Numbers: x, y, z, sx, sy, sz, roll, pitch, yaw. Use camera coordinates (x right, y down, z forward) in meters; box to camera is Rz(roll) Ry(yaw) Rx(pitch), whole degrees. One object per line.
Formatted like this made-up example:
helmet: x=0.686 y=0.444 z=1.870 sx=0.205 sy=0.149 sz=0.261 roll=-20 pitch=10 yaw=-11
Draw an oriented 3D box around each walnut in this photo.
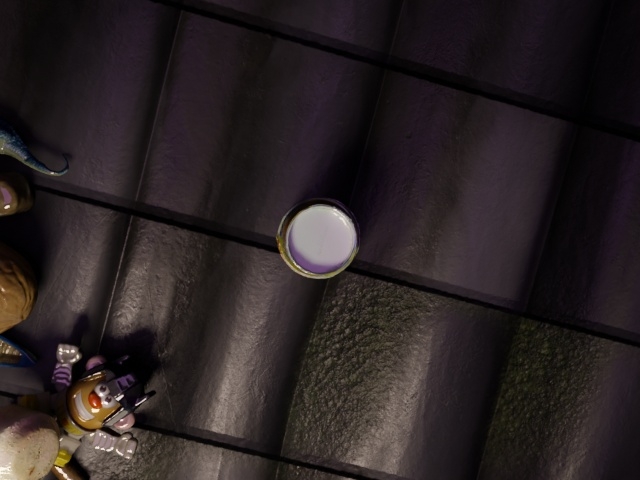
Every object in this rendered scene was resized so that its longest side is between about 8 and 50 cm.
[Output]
walnut: x=-0.740 y=0.105 z=1.173 sx=0.228 sy=0.228 sz=0.228 roll=0 pitch=93 yaw=-3

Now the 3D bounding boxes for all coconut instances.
coconut: x=-0.637 y=0.423 z=1.091 sx=0.183 sy=0.171 sz=0.171 roll=0 pitch=93 yaw=26

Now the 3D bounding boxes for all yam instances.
yam: x=-0.653 y=0.492 z=1.272 sx=0.046 sy=0.046 sz=0.264 roll=-37 pitch=95 yaw=-1

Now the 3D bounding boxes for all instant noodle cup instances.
instant noodle cup: x=0.000 y=0.000 z=1.234 sx=0.205 sy=0.153 sz=0.205 roll=0 pitch=94 yaw=-3

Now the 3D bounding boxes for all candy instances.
candy: x=-0.783 y=-0.092 z=1.210 sx=0.234 sy=0.104 sz=0.102 roll=-12 pitch=98 yaw=-2

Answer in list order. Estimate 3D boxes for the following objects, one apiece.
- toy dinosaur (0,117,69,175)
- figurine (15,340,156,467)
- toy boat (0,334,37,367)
toy dinosaur: x=-0.756 y=-0.238 z=1.218 sx=0.363 sy=0.076 sz=0.147 roll=41 pitch=86 yaw=-2
figurine: x=-0.524 y=0.368 z=1.225 sx=0.308 sy=0.143 sz=0.308 roll=-4 pitch=110 yaw=-10
toy boat: x=-0.769 y=0.248 z=1.254 sx=0.229 sy=0.046 sz=0.080 roll=19 pitch=91 yaw=-4
